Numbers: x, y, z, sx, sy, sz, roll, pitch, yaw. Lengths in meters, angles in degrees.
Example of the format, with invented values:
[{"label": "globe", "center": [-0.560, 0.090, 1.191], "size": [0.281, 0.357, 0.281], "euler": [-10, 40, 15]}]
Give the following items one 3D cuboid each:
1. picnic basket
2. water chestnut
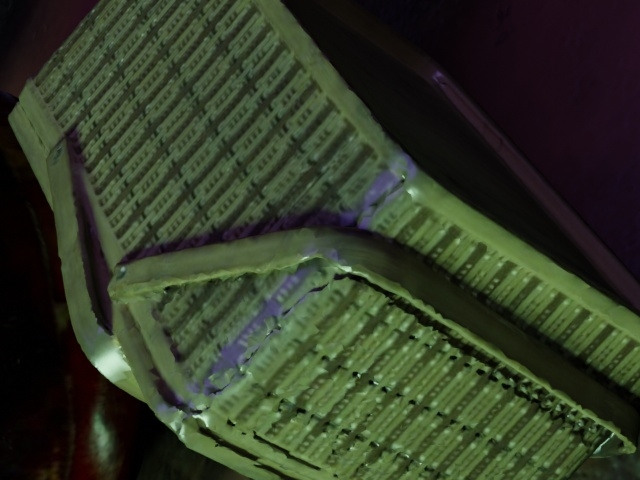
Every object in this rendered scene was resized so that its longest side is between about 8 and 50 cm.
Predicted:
[{"label": "picnic basket", "center": [0.000, 0.000, 0.889], "size": [0.175, 0.228, 0.313], "euler": [-49, 40, 12]}, {"label": "water chestnut", "center": [-0.179, 0.053, 1.064], "size": [0.300, 0.300, 0.300], "euler": [-26, 50, 36]}]
